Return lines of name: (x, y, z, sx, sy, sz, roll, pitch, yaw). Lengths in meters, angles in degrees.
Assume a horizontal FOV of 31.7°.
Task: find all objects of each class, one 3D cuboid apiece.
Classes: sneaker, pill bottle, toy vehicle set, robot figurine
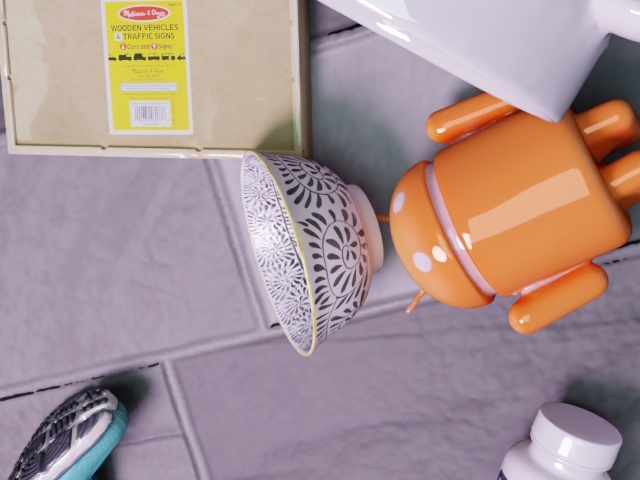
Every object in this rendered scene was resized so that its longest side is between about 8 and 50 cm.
sneaker: (-0.243, 0.249, 1.047, 0.110, 0.107, 0.275, 28, 114, -14)
pill bottle: (0.184, 0.222, 0.922, 0.094, 0.094, 0.169, 20, 107, 9)
toy vehicle set: (-0.141, -0.153, 0.945, 0.267, 0.035, 0.165, 3, 103, 13)
robot figurine: (0.147, -0.025, 0.856, 0.219, 0.128, 0.158, -26, 114, 19)

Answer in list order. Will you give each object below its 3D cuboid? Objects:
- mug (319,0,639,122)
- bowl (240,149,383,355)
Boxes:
mug: (0.151, -0.261, 0.705, 0.374, 0.276, 0.328, 34, 100, 30)
bowl: (0.000, 0.000, 0.902, 0.080, 0.170, 0.170, -17, 100, -14)
